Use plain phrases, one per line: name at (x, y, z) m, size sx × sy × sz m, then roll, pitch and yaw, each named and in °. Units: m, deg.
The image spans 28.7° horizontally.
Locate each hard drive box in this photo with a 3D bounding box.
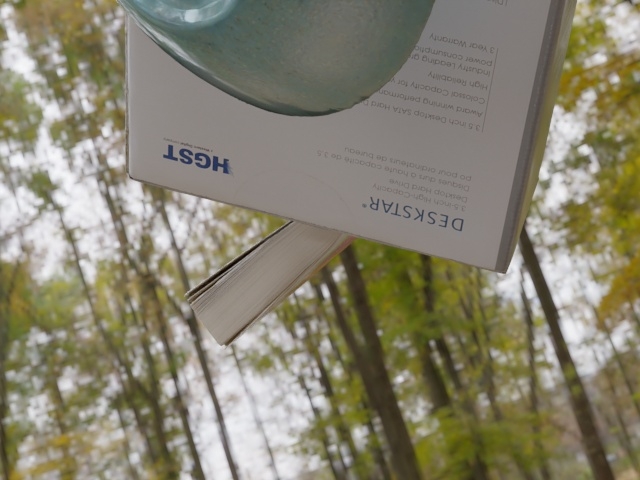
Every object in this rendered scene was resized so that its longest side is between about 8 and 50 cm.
hard drive box at (0.017, -0.121, 0.516) m, size 0.181 × 0.232 × 0.089 m, roll 15°, pitch 36°, yaw 11°

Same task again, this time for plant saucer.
plant saucer at (-0.044, -0.125, 0.409) m, size 0.037 × 0.195 × 0.195 m, roll -31°, pitch -5°, yaw -34°

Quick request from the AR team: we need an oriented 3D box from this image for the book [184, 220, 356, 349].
book at (0.000, 0.000, 0.678) m, size 0.096 × 0.035 × 0.144 m, roll -38°, pitch -3°, yaw 24°
